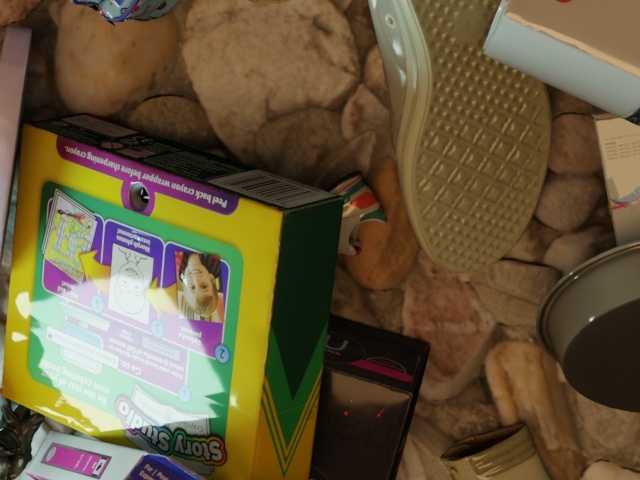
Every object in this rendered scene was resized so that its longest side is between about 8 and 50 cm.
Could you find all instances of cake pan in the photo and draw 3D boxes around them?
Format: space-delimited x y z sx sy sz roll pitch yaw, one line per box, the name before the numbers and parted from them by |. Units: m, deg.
cake pan | 0.363 0.090 1.846 0.293 0.054 0.293 -2 147 -1

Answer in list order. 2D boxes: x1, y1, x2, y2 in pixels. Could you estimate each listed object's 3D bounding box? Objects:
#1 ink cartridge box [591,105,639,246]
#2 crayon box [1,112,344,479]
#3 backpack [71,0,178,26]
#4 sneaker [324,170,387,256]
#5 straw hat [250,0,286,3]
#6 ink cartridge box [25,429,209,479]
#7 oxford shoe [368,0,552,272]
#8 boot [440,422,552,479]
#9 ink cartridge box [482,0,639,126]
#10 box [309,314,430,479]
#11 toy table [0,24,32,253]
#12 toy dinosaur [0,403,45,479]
ink cartridge box | 0.323 -0.061 1.851 0.072 0.127 0.175 -9 107 13
crayon box | -0.162 0.065 1.918 0.363 0.106 0.313 19 111 34
backpack | -0.203 -0.294 1.841 0.158 0.173 0.117 -46 76 21
sneaker | 0.000 0.000 1.975 0.161 0.057 0.075 -39 92 18
straw hat | -0.061 -0.304 1.880 0.144 0.061 0.145 3 110 9
ink cartridge box | -0.169 0.273 1.917 0.175 0.371 0.069 36 72 -20
oxford shoe | 0.128 -0.176 1.860 0.169 0.130 0.449 -21 120 -15
boot | 0.168 0.305 2.039 0.213 0.077 0.165 -28 102 14
ink cartridge box | 0.385 -0.232 1.700 0.394 0.166 0.286 25 81 1
box | 0.003 0.233 2.009 0.165 0.143 0.270 16 111 7
toy table | -0.396 -0.100 1.935 0.160 0.252 0.274 9 100 -9
toy dinosaur | -0.439 0.212 2.044 0.164 0.218 0.322 3 68 26
